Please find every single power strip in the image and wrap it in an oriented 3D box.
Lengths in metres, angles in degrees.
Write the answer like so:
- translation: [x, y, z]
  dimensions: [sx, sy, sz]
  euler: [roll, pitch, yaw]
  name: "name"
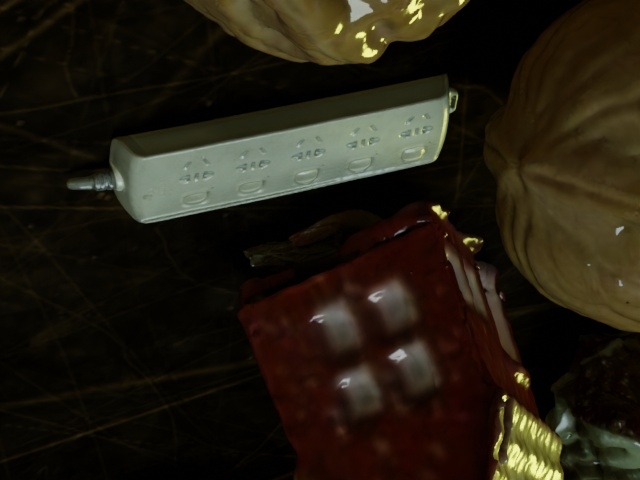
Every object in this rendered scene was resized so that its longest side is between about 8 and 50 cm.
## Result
- translation: [-0.030, -0.055, 1.096]
  dimensions: [0.252, 0.027, 0.060]
  euler: [-13, 143, -14]
  name: "power strip"

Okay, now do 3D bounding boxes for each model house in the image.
- translation: [0.069, 0.135, 1.182]
  dimensions: [0.160, 0.254, 0.196]
  euler: [-21, 157, 11]
  name: "model house"

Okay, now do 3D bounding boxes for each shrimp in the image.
- translation: [0.000, 0.000, 1.189]
  dimensions: [0.108, 0.023, 0.059]
  euler: [1, 136, -38]
  name: "shrimp"

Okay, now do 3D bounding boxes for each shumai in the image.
- translation: [0.273, 0.142, 1.424]
  dimensions: [0.255, 0.189, 0.218]
  euler: [-18, 129, 21]
  name: "shumai"

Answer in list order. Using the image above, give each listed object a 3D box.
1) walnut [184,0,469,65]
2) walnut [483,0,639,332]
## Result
- translation: [-0.007, -0.185, 0.811]
  dimensions: [0.213, 0.213, 0.213]
  euler: [-15, 144, -11]
  name: "walnut"
- translation: [0.208, -0.052, 1.081]
  dimensions: [0.228, 0.228, 0.228]
  euler: [-15, 144, -11]
  name: "walnut"
